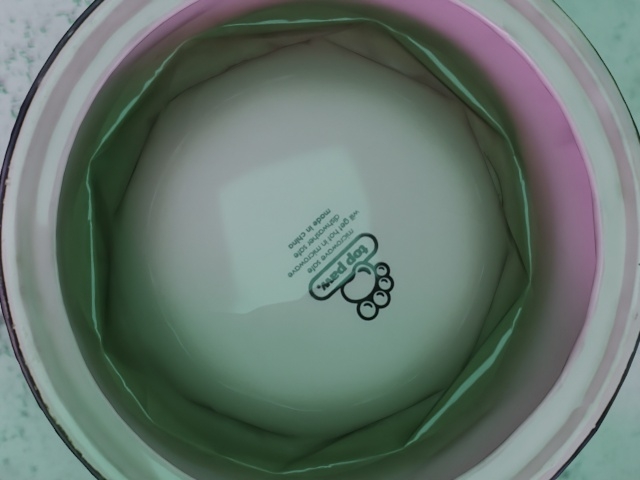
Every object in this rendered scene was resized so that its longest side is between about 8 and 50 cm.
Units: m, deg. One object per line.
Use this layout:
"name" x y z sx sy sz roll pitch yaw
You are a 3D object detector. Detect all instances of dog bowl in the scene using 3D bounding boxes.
"dog bowl" 0.000 0.000 0.825 0.408 0.150 0.407 0 90 -9
